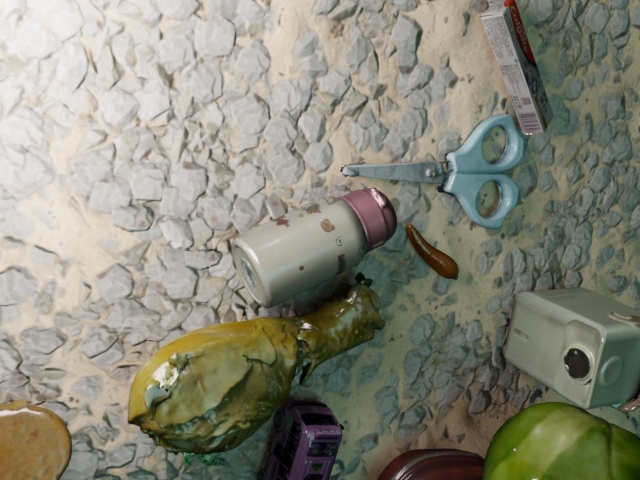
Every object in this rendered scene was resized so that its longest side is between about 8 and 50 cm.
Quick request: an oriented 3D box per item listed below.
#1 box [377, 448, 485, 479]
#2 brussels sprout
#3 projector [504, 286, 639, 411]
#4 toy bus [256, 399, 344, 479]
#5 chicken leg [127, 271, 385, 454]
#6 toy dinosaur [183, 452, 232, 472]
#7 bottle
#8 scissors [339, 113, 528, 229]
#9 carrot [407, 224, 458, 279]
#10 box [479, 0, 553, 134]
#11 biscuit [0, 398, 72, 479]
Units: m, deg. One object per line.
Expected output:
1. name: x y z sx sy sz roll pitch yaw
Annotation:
1. box: 0.173 0.560 1.268 0.263 0.108 0.404 11 100 -32
2. brussels sprout: 0.416 0.424 1.158 0.371 0.275 0.315 -33 113 -54
3. projector: 0.472 0.186 1.244 0.177 0.242 0.164 -3 109 -31
4. toy bus: -0.029 0.343 1.089 0.086 0.098 0.179 11 99 -31
5. chicken leg: -0.069 0.159 0.984 0.429 0.152 0.202 -24 125 -31
6. toy dinosaur: -0.167 0.327 1.051 0.062 0.021 0.083 -20 111 -15
7. bottle: 0.000 0.000 0.991 0.233 0.110 0.110 -25 116 -22
8. scissors: 0.185 -0.109 1.113 0.360 0.029 0.191 -2 102 -27
9. carrot: 0.183 0.023 1.151 0.142 0.035 0.035 40 84 -28
10. box: 0.314 -0.271 1.117 0.055 0.039 0.218 -51 126 -34
11. biscuit: -0.446 0.412 0.808 0.368 0.076 0.394 -12 87 -18
